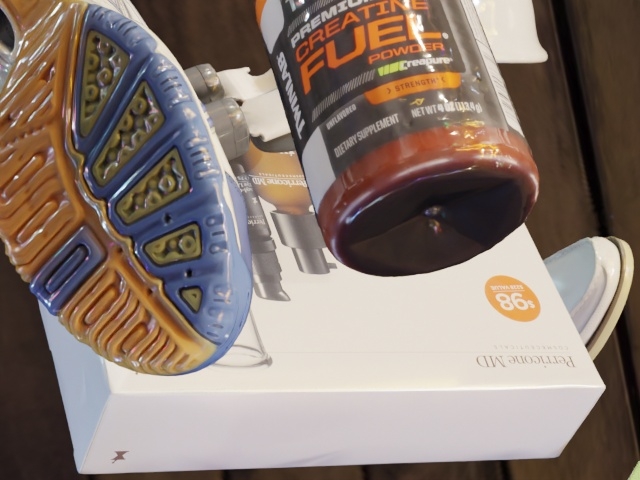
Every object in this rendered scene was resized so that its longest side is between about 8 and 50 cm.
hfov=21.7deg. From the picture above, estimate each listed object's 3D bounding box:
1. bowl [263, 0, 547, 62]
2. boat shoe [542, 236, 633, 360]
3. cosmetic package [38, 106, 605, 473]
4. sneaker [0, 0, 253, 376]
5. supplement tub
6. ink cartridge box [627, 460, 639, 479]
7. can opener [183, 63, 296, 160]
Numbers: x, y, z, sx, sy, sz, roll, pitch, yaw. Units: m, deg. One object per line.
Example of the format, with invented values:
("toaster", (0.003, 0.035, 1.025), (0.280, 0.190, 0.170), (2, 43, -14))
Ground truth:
("bowl", (0.092, -0.258, 1.728), (0.297, 0.298, 0.134), (5, 99, 10))
("boat shoe", (0.180, 0.095, 1.623), (0.103, 0.113, 0.302), (23, 129, -23))
("cosmetic package", (-0.015, 0.028, 1.228), (0.377, 0.097, 0.284), (1, 48, -26))
("sneaker", (-0.099, -0.062, 0.776), (0.112, 0.131, 0.296), (-39, 64, 14))
("supplement tub", (0.028, -0.088, 0.805), (0.106, 0.106, 0.198), (-23, 60, 9))
("ink cartridge box", (0.418, 0.361, 1.538), (0.353, 0.207, 0.119), (20, 126, 20))
("can opener", (-0.078, -0.071, 1.130), (0.280, 0.093, 0.074), (-19, 48, -19))
